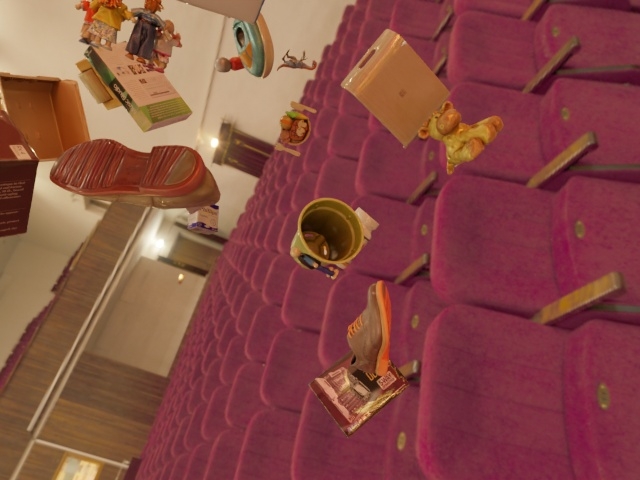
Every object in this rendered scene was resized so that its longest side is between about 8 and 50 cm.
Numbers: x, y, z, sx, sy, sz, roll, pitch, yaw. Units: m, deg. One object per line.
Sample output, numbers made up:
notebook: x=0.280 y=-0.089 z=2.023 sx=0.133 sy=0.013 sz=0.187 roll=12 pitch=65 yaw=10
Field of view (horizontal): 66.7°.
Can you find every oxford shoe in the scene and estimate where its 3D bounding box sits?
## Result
oxford shoe: x=-0.356 y=-0.106 z=0.926 sx=0.130 sy=0.348 sz=0.123 roll=59 pitch=-136 yaw=-60
oxford shoe: x=0.142 y=0.272 z=1.455 sx=0.130 sy=0.133 sz=0.363 roll=-73 pitch=-16 yaw=-55

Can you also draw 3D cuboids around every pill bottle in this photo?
pill bottle: x=0.144 y=-0.013 z=2.338 sx=0.278 sy=0.162 sz=0.162 roll=-49 pitch=12 yaw=5

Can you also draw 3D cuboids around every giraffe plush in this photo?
giraffe plush: x=0.394 y=-0.319 z=1.422 sx=0.181 sy=0.170 sz=0.210 roll=-46 pitch=3 yaw=-32

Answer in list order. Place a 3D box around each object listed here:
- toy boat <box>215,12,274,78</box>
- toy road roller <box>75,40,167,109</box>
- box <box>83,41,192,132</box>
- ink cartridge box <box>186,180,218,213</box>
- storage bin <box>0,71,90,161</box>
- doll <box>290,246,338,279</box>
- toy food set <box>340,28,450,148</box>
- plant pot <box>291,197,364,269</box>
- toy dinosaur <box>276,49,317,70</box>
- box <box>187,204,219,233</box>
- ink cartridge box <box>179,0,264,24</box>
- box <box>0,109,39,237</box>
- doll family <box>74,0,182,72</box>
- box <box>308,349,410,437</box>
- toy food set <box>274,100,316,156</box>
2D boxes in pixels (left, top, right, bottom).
toy boat: x=-0.311 y=-0.759 z=1.958 sx=0.318 sy=0.148 sz=0.267 roll=-11 pitch=99 yaw=58
toy road roller: x=-0.767 y=-0.679 z=1.929 sx=0.329 sy=0.202 sz=0.240 roll=-5 pitch=38 yaw=32
box: x=-0.626 y=-0.541 z=1.697 sx=0.058 sy=0.322 sz=0.232 roll=-35 pitch=6 yaw=33
ink cartridge box: x=-0.407 y=-0.163 z=1.603 sx=0.127 sy=0.072 sz=0.175 roll=-35 pitch=-3 yaw=-10
storage bin: x=-0.844 y=-0.360 z=1.443 sx=0.262 sy=0.123 sz=0.260 roll=-31 pitch=-64 yaw=-65
doll: x=-0.031 y=0.078 z=1.707 sx=0.129 sy=0.189 sz=0.046 roll=19 pitch=80 yaw=60
toy food set: x=0.242 y=-0.470 z=1.536 sx=0.220 sy=0.306 sz=0.092 roll=-49 pitch=25 yaw=6
plant pot: x=0.000 y=0.000 z=1.996 sx=0.254 sy=0.276 sz=0.276 roll=-42 pitch=27 yaw=61
toy dinosaur: x=-0.053 y=-0.446 z=1.223 sx=0.090 sy=0.082 sz=0.047 roll=-44 pitch=15 yaw=53
box: x=-0.555 y=-0.111 z=2.304 sx=0.072 sy=0.126 sz=0.137 roll=-13 pitch=70 yaw=36
ink cartridge box: x=-0.169 y=-0.535 z=0.828 sx=0.171 sy=0.168 sz=0.232 roll=-49 pitch=42 yaw=50
box: x=-0.681 y=-0.124 z=0.947 sx=0.167 sy=0.168 sz=0.203 roll=-16 pitch=-35 yaw=-49
doll family: x=-0.468 y=-0.539 z=1.209 sx=0.118 sy=0.263 sz=0.163 roll=26 pitch=100 yaw=62
box: x=0.147 y=0.556 z=1.858 sx=0.307 sy=0.242 sz=0.076 roll=-36 pitch=-21 yaw=-12
toy food set: x=-0.100 y=-0.421 z=1.827 sx=0.038 sy=0.132 sz=0.192 roll=-2 pitch=-66 yaw=-68
